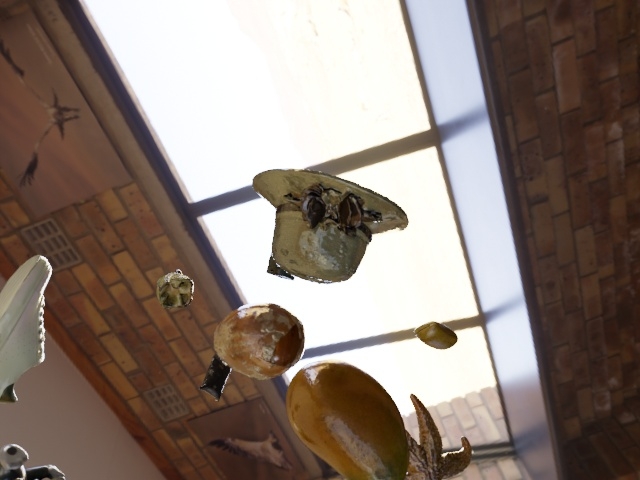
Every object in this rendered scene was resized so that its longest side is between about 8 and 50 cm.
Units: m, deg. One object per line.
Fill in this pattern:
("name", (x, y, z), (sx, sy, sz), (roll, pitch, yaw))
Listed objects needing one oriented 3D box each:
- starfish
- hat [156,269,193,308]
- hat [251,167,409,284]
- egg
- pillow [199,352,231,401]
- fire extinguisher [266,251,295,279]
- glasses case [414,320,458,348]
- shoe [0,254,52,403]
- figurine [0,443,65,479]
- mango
("starfish", (0.254, 0.560, 1.129), (0.094, 0.327, 0.375), (-158, 74, -69))
("hat", (-0.321, 0.104, 0.995), (0.059, 0.076, 0.077), (47, 134, 43))
("hat", (0.000, 0.000, 0.711), (0.257, 0.257, 0.130), (56, -133, -70))
("egg", (-0.149, 0.248, 1.137), (0.195, 0.233, 0.195), (-36, 47, 52))
("pillow", (-0.378, 0.495, 1.645), (0.090, 0.048, 0.150), (31, -137, -15))
("fire extinguisher", (-0.084, -0.037, 1.399), (0.114, 0.095, 0.311), (157, 128, -75))
("glasses case", (0.350, 0.288, 1.363), (0.234, 0.079, 0.064), (32, -152, -52))
("shoe", (-0.718, 0.223, 1.097), (0.160, 0.132, 0.363), (38, -111, -42))
("figurine", (-0.524, 0.447, 0.773), (0.193, 0.140, 0.265), (-14, 120, 52))
("mango", (0.047, 0.276, 0.702), (0.221, 0.151, 0.120), (32, 139, 22))
